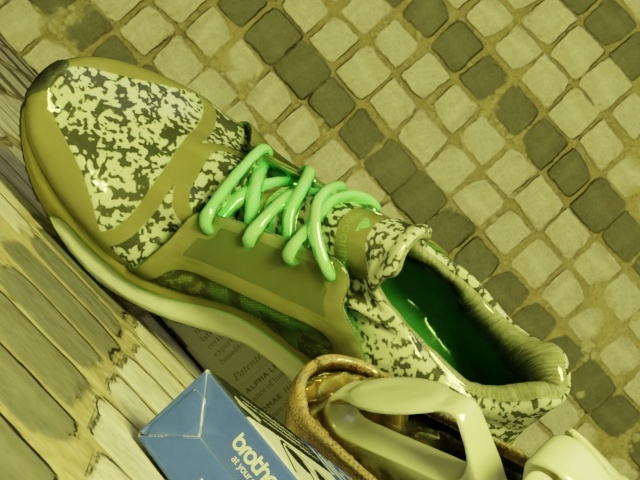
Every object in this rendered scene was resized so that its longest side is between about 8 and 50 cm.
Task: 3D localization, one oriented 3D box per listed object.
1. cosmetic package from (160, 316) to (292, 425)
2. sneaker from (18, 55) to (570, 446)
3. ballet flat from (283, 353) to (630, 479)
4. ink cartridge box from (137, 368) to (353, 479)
[{"bbox_3d":[-0.029,0.051,1.083,0.183,0.151,0.151,47,-2,16],"label":"cosmetic package"},{"bbox_3d":[0.000,0.000,0.876,0.410,0.158,0.182,36,-33,-9],"label":"sneaker"},{"bbox_3d":[0.096,0.144,0.746,0.316,0.108,0.106,19,-57,35],"label":"ballet flat"},{"bbox_3d":[-0.004,0.137,0.654,0.097,0.046,0.207,47,-2,28],"label":"ink cartridge box"}]
